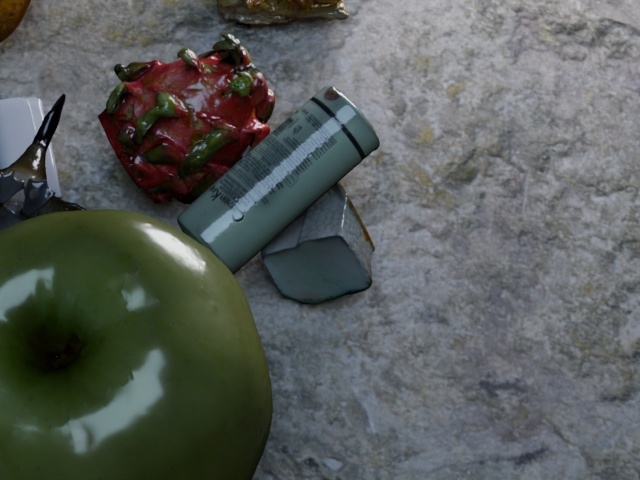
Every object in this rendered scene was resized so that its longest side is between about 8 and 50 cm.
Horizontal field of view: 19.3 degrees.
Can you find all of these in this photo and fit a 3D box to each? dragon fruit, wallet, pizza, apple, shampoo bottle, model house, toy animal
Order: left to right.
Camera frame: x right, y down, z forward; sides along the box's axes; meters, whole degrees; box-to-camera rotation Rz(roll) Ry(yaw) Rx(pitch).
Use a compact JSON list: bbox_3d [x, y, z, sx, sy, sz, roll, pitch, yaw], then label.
[{"bbox_3d":[-0.314,-0.094,1.992,0.061,0.025,0.122,-9,67,-16],"label":"wallet"},{"bbox_3d":[-0.289,-0.050,1.889,0.272,0.160,0.197,25,97,-7],"label":"toy animal"},{"bbox_3d":[-0.213,0.153,1.726,0.357,0.357,0.357,2,66,-5],"label":"apple"},{"bbox_3d":[-0.136,-0.132,1.952,0.172,0.160,0.166,-31,96,1],"label":"dragon fruit"},{"bbox_3d":[-0.061,-0.044,1.912,0.262,0.085,0.085,-42,76,-7],"label":"shampoo bottle"},{"bbox_3d":[-0.030,-0.299,2.093,0.161,0.062,0.182,39,67,9],"label":"pizza"},{"bbox_3d":[0.000,0.000,1.960,0.100,0.088,0.100,-15,39,21],"label":"model house"}]

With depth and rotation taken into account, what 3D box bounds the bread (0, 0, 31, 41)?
[{"bbox_3d":[-0.418,-0.326,1.990,0.195,0.142,0.270,-28,89,7],"label":"bread"}]
